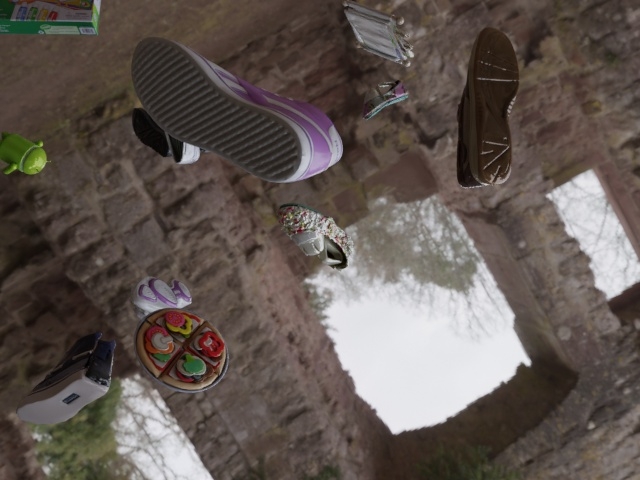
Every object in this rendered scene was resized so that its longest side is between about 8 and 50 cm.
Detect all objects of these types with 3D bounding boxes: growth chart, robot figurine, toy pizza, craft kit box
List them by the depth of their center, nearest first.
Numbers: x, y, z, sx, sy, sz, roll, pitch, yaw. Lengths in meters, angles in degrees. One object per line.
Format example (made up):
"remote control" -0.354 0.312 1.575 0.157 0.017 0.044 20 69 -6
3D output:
"toy pizza" -0.276 0.214 1.311 0.032 0.201 0.201 -52 174 36
"robot figurine" -0.652 -0.189 1.411 0.067 0.115 0.101 -59 -177 47
"growth chart" 0.132 -0.453 1.430 0.021 0.172 0.237 -61 164 -2
"craft kit box" -0.619 -0.579 1.452 0.250 0.246 0.061 -1 159 -4

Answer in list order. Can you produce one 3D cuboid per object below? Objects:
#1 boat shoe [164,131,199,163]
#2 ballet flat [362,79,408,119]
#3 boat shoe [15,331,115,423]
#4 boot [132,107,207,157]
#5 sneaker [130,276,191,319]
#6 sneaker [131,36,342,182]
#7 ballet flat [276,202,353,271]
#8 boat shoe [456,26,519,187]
"boat shoe" -0.370 -0.309 1.679 0.083 0.226 0.076 -10 -168 26
"ballet flat" 0.186 -0.439 1.988 0.221 0.079 0.077 -35 -173 -38
"boat shoe" -0.674 0.371 1.738 0.341 0.127 0.158 -27 -139 25
"boot" -0.439 -0.337 1.997 0.207 0.246 0.094 -15 132 -41
"sneaker" -0.469 0.183 1.819 0.152 0.114 0.305 -35 169 3
"sneaker" -0.100 -0.163 0.821 0.161 0.282 0.102 -25 148 -59
"ballet flat" 0.000 0.000 1.247 0.091 0.077 0.241 -15 155 28
"boat shoe" 0.334 -0.276 1.369 0.123 0.341 0.123 6 171 -27
